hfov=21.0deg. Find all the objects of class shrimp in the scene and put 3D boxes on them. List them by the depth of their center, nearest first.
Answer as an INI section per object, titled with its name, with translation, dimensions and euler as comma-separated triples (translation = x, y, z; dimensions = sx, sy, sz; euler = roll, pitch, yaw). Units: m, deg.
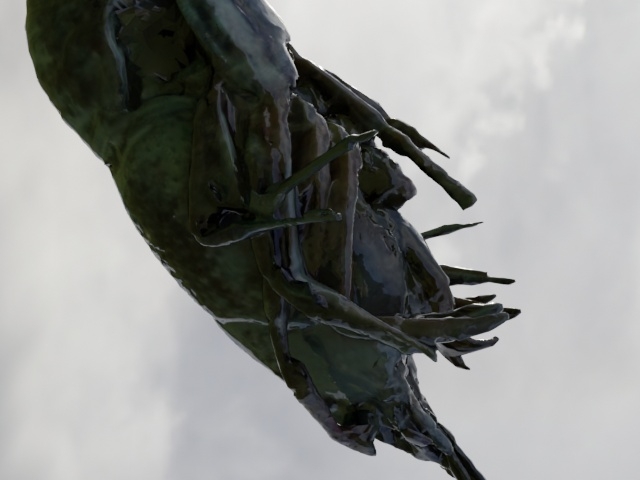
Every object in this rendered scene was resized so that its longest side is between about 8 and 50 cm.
[shrimp]
translation = -0.002, -0.001, 0.801
dimensions = 0.137, 0.372, 0.172
euler = -46, 180, 8
